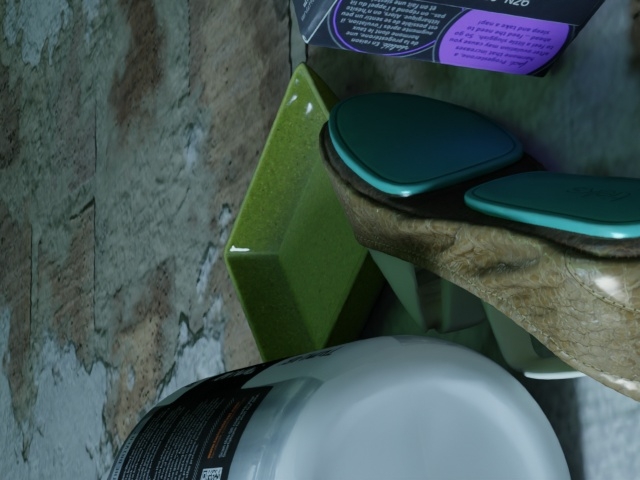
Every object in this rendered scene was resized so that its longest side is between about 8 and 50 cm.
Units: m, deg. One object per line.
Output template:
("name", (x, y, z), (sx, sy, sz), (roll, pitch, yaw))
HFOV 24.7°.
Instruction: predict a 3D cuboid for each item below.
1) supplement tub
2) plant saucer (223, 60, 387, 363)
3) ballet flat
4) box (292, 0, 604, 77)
("supplement tub", (-0.012, 0.166, 0.868), (0.316, 0.193, 0.193), (-20, 67, 61))
("plant saucer", (0.000, 0.000, 1.045), (0.188, 0.045, 0.188), (-67, 31, 33))
("ballet flat", (0.097, 0.006, 0.805), (0.342, 0.116, 0.124), (27, 129, 58))
("box", (0.063, -0.246, 0.826), (0.143, 0.165, 0.270), (-54, 39, 46))
